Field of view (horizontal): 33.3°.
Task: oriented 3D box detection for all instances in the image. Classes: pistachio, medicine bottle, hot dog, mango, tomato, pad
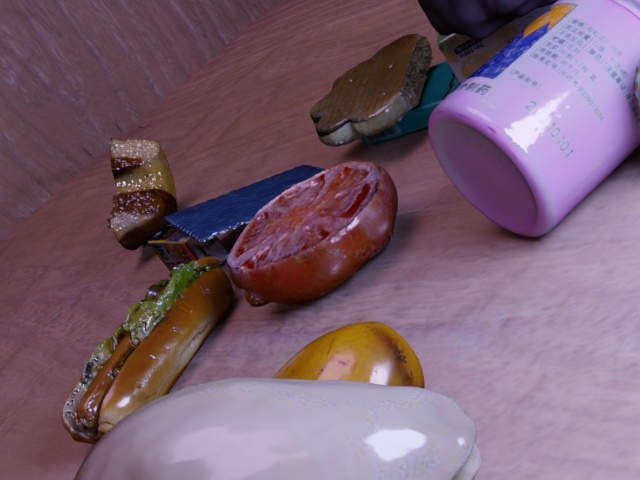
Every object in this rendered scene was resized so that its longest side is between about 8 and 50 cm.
[{"bbox_3d":[-0.035,0.195,0.800,0.331,0.208,0.226,-17,29,22],"label":"pistachio"},{"bbox_3d":[0.272,-0.158,1.138,0.290,0.178,0.178,-43,20,-15],"label":"medicine bottle"},{"bbox_3d":[-0.226,0.132,1.430,0.135,0.100,0.337,-20,25,41],"label":"hot dog"},{"bbox_3d":[-0.005,0.164,0.955,0.219,0.112,0.145,-39,24,1],"label":"mango"},{"bbox_3d":[0.000,0.000,1.365,0.236,0.095,0.237,-28,22,12],"label":"tomato"},{"bbox_3d":[-0.099,-0.064,1.685,0.269,0.012,0.269,-22,15,-18],"label":"pad"}]

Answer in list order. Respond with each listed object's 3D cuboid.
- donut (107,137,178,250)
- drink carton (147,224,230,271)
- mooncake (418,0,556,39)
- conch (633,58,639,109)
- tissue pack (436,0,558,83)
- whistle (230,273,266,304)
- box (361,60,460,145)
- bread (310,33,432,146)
[{"bbox_3d":[-0.335,-0.072,2.067,0.112,0.151,0.295,-17,41,6],"label":"donut"},{"bbox_3d":[-0.214,0.012,1.737,0.056,0.071,0.165,-40,20,-23],"label":"drink carton"},{"bbox_3d":[0.235,-0.354,1.256,0.283,0.141,0.283,-31,20,13],"label":"mooncake"},{"bbox_3d":[0.375,-0.141,1.023,0.135,0.153,0.102,-33,-15,-15],"label":"conch"},{"bbox_3d":[0.280,-0.252,1.374,0.229,0.159,0.145,-26,22,26],"label":"tissue pack"},{"bbox_3d":[-0.085,0.054,1.467,0.057,0.046,0.109,-29,20,-26],"label":"whistle"},{"bbox_3d":[0.176,-0.228,1.677,0.226,0.042,0.161,-12,31,50],"label":"box"},{"bbox_3d":[0.077,-0.228,1.701,0.207,0.056,0.286,-23,24,31],"label":"bread"}]
